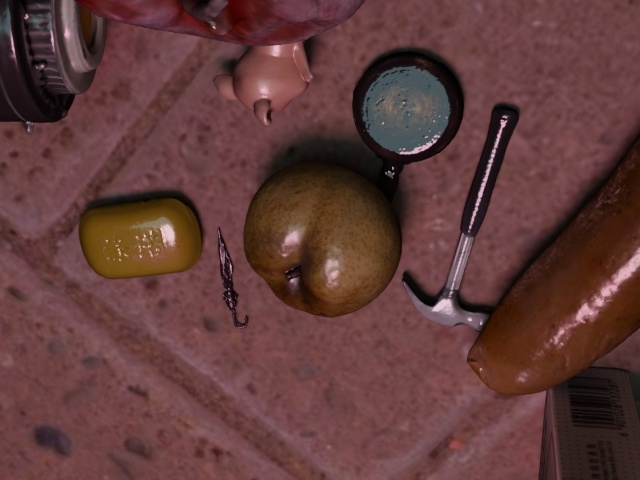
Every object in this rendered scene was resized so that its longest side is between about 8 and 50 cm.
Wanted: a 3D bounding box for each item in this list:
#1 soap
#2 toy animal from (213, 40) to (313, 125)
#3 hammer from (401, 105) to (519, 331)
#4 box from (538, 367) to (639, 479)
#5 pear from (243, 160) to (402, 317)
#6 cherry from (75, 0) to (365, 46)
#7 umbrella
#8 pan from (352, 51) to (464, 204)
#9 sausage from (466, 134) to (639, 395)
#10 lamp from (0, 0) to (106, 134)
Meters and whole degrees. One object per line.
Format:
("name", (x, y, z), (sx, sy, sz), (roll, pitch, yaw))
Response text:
("soap", (-0.200, -0.001, 1.169), (0.140, 0.045, 0.089), (-7, 113, 12))
("toy animal", (-0.052, -0.190, 1.053), (0.089, 0.083, 0.150), (8, 96, -16))
("hammer", (0.155, -0.024, 1.112), (0.103, 0.029, 0.246), (14, 111, 3))
("box", (0.268, 0.292, 1.049), (0.095, 0.330, 0.210), (3, 112, 7))
("pear", (0.000, 0.000, 1.078), (0.167, 0.136, 0.167), (27, 149, 17))
("cherry", (-0.081, -0.320, 0.893), (0.326, 0.291, 0.335), (31, 79, 0))
("umbrella", (-0.105, 0.045, 1.188), (0.022, 0.013, 0.122), (-14, 108, 2))
("pan", (0.075, -0.090, 1.092), (0.115, 0.040, 0.212), (18, 112, 8))
("sausage", (0.323, -0.026, 1.030), (0.136, 0.123, 0.500), (32, 113, -1))
("lamp", (-0.348, -0.205, 1.026), (0.272, 0.205, 0.374), (16, 128, -6))
